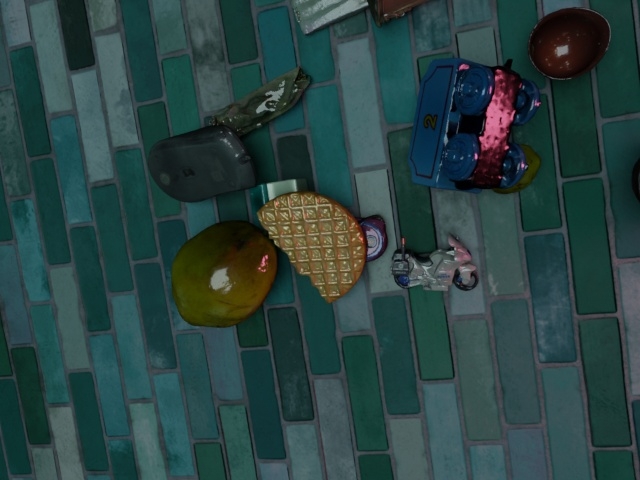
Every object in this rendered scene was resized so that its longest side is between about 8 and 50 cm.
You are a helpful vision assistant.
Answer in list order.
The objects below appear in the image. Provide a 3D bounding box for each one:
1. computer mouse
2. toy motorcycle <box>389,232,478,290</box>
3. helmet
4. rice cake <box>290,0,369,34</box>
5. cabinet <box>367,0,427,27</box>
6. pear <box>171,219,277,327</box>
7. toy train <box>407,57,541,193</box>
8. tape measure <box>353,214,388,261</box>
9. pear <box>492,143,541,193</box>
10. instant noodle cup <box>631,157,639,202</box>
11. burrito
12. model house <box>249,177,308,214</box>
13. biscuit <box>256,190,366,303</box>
[{"bbox_3d":[-0.300,-0.209,1.602,0.371,0.122,0.188,-3,125,39],"label":"computer mouse"},{"bbox_3d":[0.279,0.054,1.513,0.221,0.102,0.150,0,109,16],"label":"toy motorcycle"},{"bbox_3d":[0.551,-0.434,1.369,0.175,0.106,0.155,-36,85,13],"label":"helmet"},{"bbox_3d":[0.031,-0.604,1.533,0.211,0.038,0.124,-23,91,18],"label":"rice cake"},{"bbox_3d":[0.223,-0.694,1.354,0.318,0.227,0.290,-21,90,7],"label":"cabinet"},{"bbox_3d":[-0.249,0.091,1.588,0.321,0.269,0.269,-44,84,8],"label":"pear"},{"bbox_3d":[0.331,-0.260,1.367,0.188,0.265,0.300,4,100,-28],"label":"toy train"},{"bbox_3d":[0.115,-0.008,1.564,0.118,0.074,0.125,9,95,14],"label":"tape measure"},{"bbox_3d":[0.450,-0.168,1.432,0.131,0.107,0.107,-34,87,8],"label":"pear"},{"bbox_3d":[0.771,-0.129,1.291,0.217,0.207,0.217,2,97,17],"label":"instant noodle cup"},{"bbox_3d":[-0.158,-0.350,1.603,0.309,0.066,0.096,-27,92,17],"label":"burrito"},{"bbox_3d":[-0.111,-0.105,1.588,0.149,0.127,0.100,-5,95,14],"label":"model house"},{"bbox_3d":[0.000,0.000,1.510,0.204,0.040,0.309,-35,102,19],"label":"biscuit"}]
